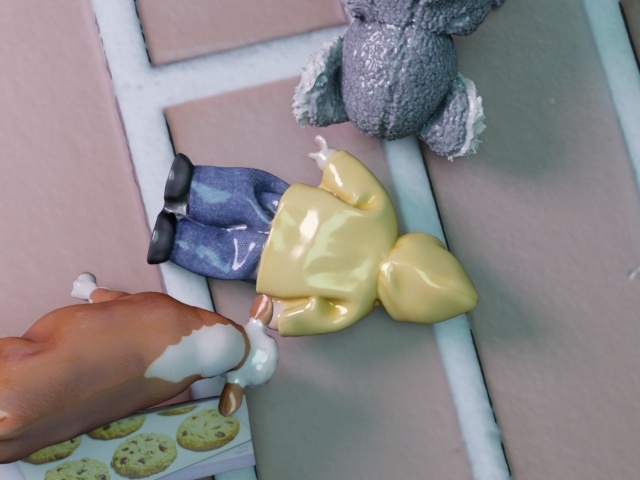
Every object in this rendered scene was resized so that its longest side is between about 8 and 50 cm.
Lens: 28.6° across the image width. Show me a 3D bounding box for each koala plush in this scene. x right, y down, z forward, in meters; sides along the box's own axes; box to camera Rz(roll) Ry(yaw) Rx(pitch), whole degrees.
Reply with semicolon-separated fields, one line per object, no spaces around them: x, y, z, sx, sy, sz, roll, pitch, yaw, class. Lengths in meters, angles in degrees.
0.071;-0.187;1.076;0.196;0.203;0.221;14;98;-8;koala plush

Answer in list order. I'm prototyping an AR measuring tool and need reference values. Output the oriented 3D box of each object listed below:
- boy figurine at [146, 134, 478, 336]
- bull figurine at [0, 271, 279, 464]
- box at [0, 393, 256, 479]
0.000;0.000;1.088;0.285;0.092;0.177;13;86;-3;boy figurine
-0.179;0.094;0.991;0.188;0.310;0.101;10;104;40;bull figurine
-0.210;0.183;1.006;0.324;0.063;0.067;-7;85;-28;box
